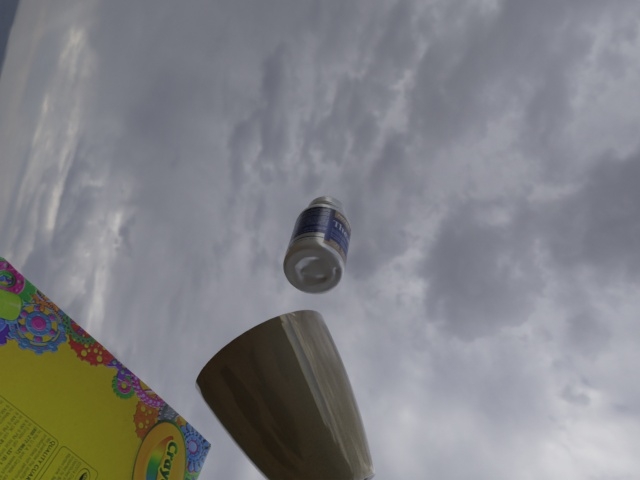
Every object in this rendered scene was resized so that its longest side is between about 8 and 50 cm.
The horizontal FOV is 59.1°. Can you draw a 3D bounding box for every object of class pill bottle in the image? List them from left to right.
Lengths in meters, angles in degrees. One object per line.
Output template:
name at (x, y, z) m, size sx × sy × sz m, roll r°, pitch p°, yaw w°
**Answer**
pill bottle at (0.000, 0.000, 0.641) m, size 0.067 × 0.067 × 0.120 m, roll -50°, pitch -165°, yaw 32°

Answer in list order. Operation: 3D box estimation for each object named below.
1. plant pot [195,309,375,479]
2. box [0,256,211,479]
plant pot at (-0.034, 0.301, 0.946) m, size 0.256 × 0.256 × 0.274 m, roll -53°, pitch -122°, yaw 29°
box at (-0.251, 0.204, 0.275) m, size 0.279 × 0.177 × 0.290 m, roll -30°, pitch -158°, yaw 28°
